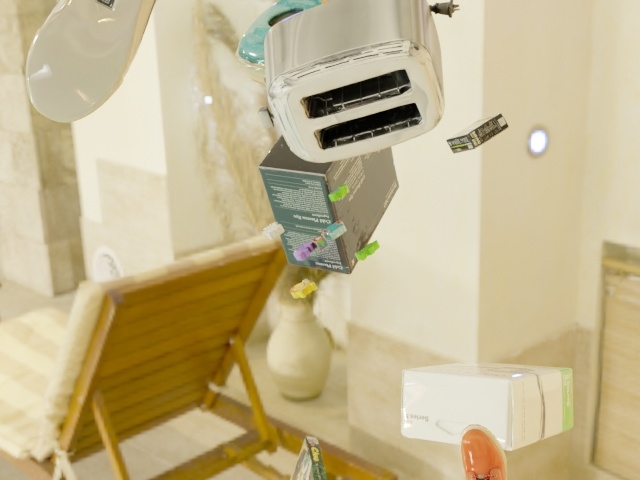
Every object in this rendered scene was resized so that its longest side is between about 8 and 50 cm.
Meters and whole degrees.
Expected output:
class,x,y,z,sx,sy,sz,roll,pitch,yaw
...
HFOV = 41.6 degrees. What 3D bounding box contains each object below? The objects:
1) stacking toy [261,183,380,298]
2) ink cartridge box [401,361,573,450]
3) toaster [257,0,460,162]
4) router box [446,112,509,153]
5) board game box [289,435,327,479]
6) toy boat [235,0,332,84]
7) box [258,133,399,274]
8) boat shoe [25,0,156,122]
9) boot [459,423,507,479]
class,x,y,z,sx,sy,sz,roll,pitch,yaw
stacking toy,0.000,0.000,1.805,0.221,0.167,0.052,-32,20,-13
ink cartridge box,0.288,0.273,1.435,0.198,0.114,0.273,-1,-5,35
toaster,0.044,-0.175,0.891,0.227,0.129,0.146,-13,40,13
router box,0.336,-0.230,1.817,0.092,0.038,0.122,-33,8,-11
board game box,-0.044,0.514,1.595,0.030,0.259,0.136,11,25,-17
toy boat,0.022,-0.368,1.471,0.318,0.148,0.267,11,43,21
box,0.033,-0.152,2.044,0.179,0.312,0.343,9,46,26
boat shoe,-0.267,-0.317,1.114,0.127,0.340,0.158,32,24,-10
boot,0.225,0.329,1.137,0.059,0.158,0.084,-17,-3,16
